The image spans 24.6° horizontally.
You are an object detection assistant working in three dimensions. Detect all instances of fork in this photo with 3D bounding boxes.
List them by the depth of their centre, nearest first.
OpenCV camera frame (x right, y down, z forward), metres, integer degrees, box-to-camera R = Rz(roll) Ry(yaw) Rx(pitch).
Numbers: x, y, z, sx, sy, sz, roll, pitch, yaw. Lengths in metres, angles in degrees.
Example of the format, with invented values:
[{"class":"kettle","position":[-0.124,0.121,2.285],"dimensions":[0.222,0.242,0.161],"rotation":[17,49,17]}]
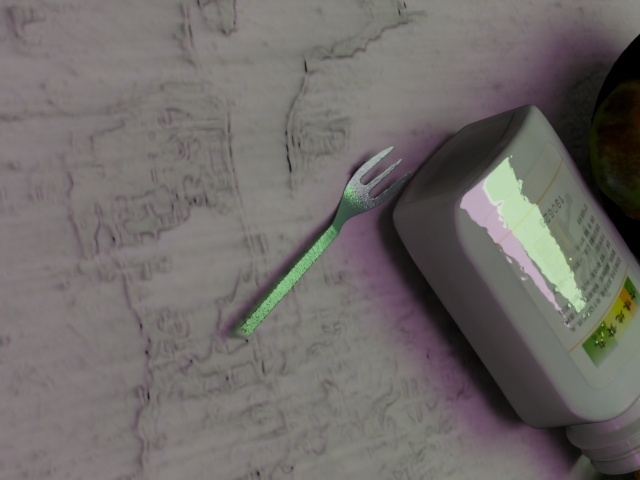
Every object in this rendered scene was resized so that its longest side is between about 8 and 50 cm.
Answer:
[{"class":"fork","position":[-0.001,0.000,1.203],"dimensions":[0.039,0.021,0.235],"rotation":[53,54,-13]}]

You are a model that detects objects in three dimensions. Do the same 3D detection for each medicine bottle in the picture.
[{"class":"medicine bottle","position":[0.208,0.054,1.301],"dimensions":[0.324,0.124,0.179],"rotation":[53,50,-16]}]

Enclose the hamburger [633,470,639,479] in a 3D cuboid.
[{"class":"hamburger","position":[0.387,0.299,1.358],"dimensions":[0.276,0.179,0.294],"rotation":[46,44,-29]}]

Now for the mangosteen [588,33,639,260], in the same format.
[{"class":"mangosteen","position":[0.401,-0.081,1.365],"dimensions":[0.330,0.330,0.330],"rotation":[10,74,-38]}]
